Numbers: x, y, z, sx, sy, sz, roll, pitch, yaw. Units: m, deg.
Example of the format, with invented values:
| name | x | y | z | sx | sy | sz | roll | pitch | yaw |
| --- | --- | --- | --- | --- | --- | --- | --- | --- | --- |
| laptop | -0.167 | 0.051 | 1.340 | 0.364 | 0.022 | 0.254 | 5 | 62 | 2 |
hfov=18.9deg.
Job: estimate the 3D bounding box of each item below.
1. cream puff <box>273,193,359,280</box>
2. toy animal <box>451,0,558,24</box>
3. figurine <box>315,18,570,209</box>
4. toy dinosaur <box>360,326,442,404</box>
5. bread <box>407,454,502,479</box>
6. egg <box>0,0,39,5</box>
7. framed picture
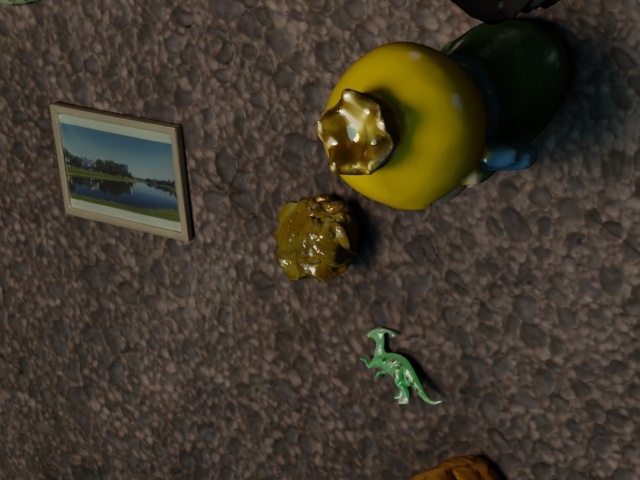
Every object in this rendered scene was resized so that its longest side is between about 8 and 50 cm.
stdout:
| name | x | y | z | sx | sy | sz | roll | pitch | yaw |
| --- | --- | --- | --- | --- | --- | --- | --- | --- | --- |
| cream puff | 0.000 | 0.000 | 1.563 | 0.058 | 0.083 | 0.083 | 22 | 127 | -27 |
| toy animal | 0.085 | -0.284 | 1.241 | 0.267 | 0.212 | 0.212 | 43 | 133 | 4 |
| figurine | 0.061 | -0.076 | 1.348 | 0.185 | 0.234 | 0.127 | -27 | 98 | 44 |
| toy dinosaur | 0.068 | 0.103 | 1.583 | 0.083 | 0.021 | 0.062 | 2 | 100 | 40 |
| bread | 0.090 | 0.275 | 1.571 | 0.149 | 0.143 | 0.158 | 54 | 134 | 13 |
| egg | -0.258 | -0.240 | 1.623 | 0.110 | 0.085 | 0.085 | -24 | 96 | 48 |
| framed picture | -0.177 | -0.062 | 1.701 | 0.149 | 0.011 | 0.109 | 12 | 119 | 35 |
